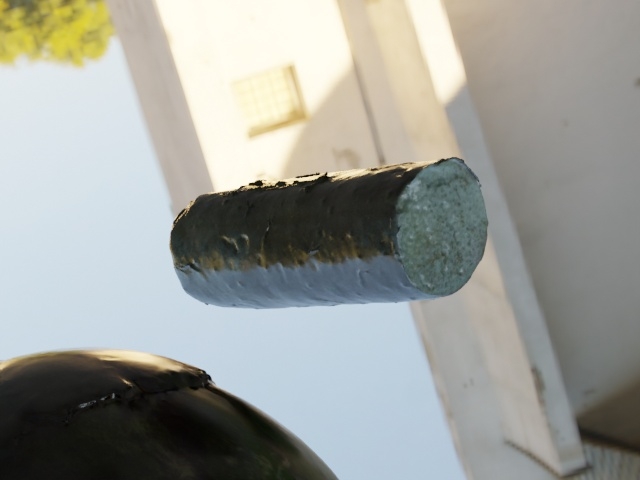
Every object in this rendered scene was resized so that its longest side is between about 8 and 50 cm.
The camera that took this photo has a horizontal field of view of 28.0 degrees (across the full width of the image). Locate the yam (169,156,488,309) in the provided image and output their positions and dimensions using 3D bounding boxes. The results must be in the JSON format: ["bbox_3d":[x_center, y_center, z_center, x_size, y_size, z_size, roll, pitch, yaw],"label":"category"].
[{"bbox_3d":[0.000,0.000,0.941,0.106,0.106,0.259,-31,-162,-39],"label":"yam"}]

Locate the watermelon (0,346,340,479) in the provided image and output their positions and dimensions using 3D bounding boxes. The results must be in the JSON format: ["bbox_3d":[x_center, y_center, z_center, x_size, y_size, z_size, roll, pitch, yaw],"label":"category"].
[{"bbox_3d":[-0.108,0.235,0.628,0.363,0.363,0.363,-14,-162,5],"label":"watermelon"}]
